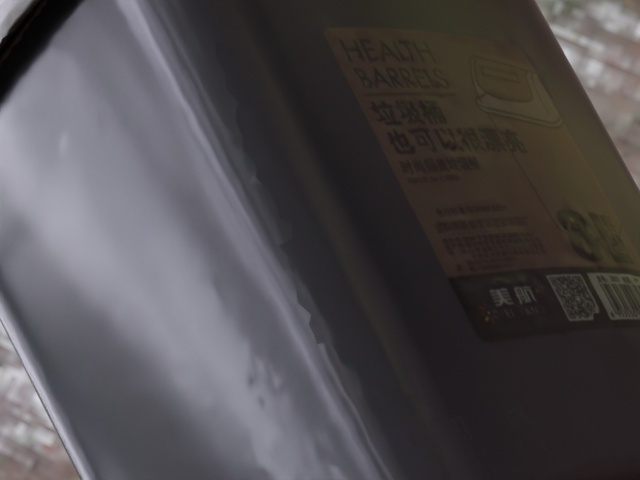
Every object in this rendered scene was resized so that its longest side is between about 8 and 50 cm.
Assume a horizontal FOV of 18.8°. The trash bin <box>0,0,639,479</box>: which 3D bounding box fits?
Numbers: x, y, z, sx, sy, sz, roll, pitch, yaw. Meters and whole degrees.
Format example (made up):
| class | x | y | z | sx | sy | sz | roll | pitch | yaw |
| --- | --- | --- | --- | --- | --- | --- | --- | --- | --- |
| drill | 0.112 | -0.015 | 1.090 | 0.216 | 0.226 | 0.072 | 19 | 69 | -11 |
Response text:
| class | x | y | z | sx | sy | sz | roll | pitch | yaw |
| --- | --- | --- | --- | --- | --- | --- | --- | --- | --- |
| trash bin | 0.000 | 0.000 | 0.620 | 0.209 | 0.290 | 0.182 | 1 | -38 | -45 |
